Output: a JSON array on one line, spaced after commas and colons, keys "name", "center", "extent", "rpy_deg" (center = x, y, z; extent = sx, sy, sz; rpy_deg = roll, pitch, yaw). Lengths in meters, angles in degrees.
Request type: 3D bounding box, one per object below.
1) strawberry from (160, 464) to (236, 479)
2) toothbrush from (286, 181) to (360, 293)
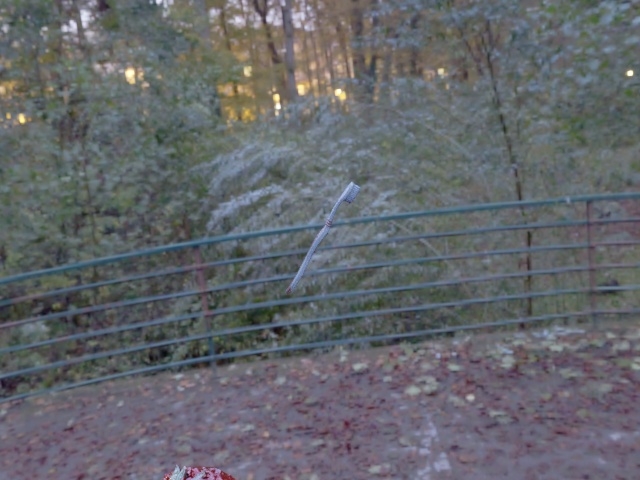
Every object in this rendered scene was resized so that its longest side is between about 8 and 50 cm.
[{"name": "strawberry", "center": [-0.247, 0.631, 1.673], "extent": [0.233, 0.138, 0.306], "rpy_deg": [8, -18, 44]}, {"name": "toothbrush", "center": [0.000, 0.000, 0.975], "extent": [0.019, 0.193, 0.013], "rpy_deg": [27, 18, -17]}]
